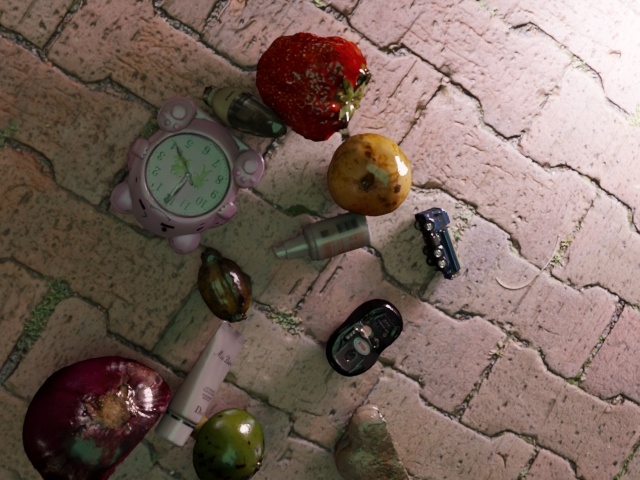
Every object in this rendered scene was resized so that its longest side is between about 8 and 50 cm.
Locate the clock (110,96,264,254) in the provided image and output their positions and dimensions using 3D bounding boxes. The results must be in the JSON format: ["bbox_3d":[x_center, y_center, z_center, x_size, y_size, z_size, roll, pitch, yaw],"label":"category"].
[{"bbox_3d":[-0.329,-0.151,1.622,0.295,0.113,0.322,37,89,-14],"label":"clock"}]

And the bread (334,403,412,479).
[{"bbox_3d":[0.145,0.622,1.819,0.183,0.102,0.337,-26,100,-8],"label":"bread"}]

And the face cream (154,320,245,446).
[{"bbox_3d":[-0.297,0.355,1.655,0.089,0.143,0.314,20,71,28],"label":"face cream"}]

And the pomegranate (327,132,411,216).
[{"bbox_3d":[0.121,-0.163,1.678,0.215,0.215,0.216,-1,97,-12],"label":"pomegranate"}]

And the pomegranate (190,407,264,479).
[{"bbox_3d":[-0.256,0.515,1.691,0.247,0.202,0.202,28,90,17],"label":"pomegranate"}]

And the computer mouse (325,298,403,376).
[{"bbox_3d":[0.113,0.257,1.775,0.233,0.096,0.137,-38,108,-10],"label":"computer mouse"}]

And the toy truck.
[{"bbox_3d":[0.326,0.010,1.803,0.088,0.074,0.202,-24,101,-14],"label":"toy truck"}]

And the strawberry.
[{"bbox_3d":[-0.026,-0.385,1.610,0.276,0.257,0.257,29,90,6],"label":"strawberry"}]

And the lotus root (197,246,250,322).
[{"bbox_3d":[-0.245,0.113,1.672,0.120,0.120,0.210,-24,100,-9],"label":"lotus root"}]

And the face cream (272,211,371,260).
[{"bbox_3d":[0.000,0.000,1.717,0.251,0.101,0.101,-17,100,-9],"label":"face cream"}]

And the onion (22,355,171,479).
[{"bbox_3d":[-0.536,0.407,1.556,0.260,0.282,0.337,40,57,-3],"label":"onion"}]

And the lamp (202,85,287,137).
[{"bbox_3d":[-0.184,-0.310,1.601,0.250,0.101,0.101,29,90,25],"label":"lamp"}]
